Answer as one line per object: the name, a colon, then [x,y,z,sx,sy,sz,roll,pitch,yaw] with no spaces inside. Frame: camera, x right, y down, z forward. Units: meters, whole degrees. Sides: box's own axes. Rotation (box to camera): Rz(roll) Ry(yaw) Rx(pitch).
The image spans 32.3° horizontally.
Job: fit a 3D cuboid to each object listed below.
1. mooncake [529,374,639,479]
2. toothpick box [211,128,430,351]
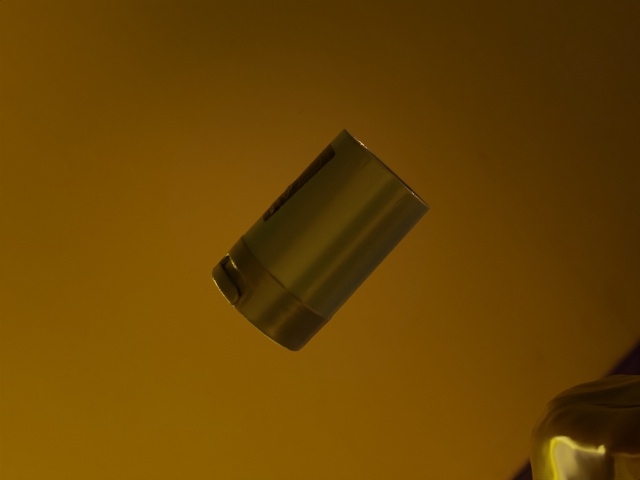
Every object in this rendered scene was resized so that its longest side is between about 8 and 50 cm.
mooncake: [0.263,0.145,0.638,0.284,0.156,0.284,-6,-3,0]
toothpick box: [0.000,0.000,0.466,0.083,0.052,0.052,-47,11,6]
